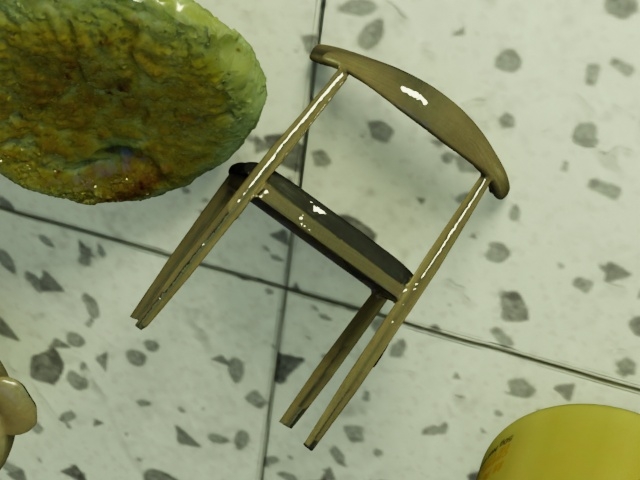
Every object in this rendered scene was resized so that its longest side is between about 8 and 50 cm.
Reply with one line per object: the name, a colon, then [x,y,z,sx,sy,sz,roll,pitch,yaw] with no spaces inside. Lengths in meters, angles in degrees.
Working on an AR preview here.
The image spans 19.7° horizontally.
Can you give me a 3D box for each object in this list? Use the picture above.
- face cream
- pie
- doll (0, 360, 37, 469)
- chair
face cream: [0.216,0.270,1.513,0.218,0.179,0.218,10,127,14]
pie: [-0.174,-0.124,1.393,0.277,0.078,0.277,2,146,1]
doll: [-0.415,0.106,1.638,0.330,0.174,0.235,42,122,-10]
chair: [0.000,0.000,1.422,0.188,0.166,0.272,37,86,-7]
